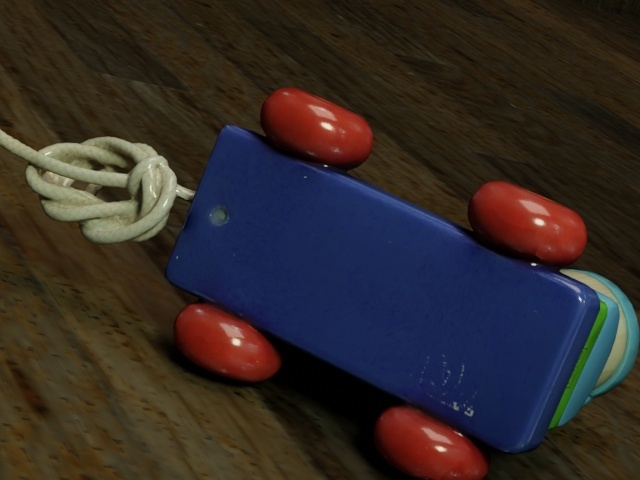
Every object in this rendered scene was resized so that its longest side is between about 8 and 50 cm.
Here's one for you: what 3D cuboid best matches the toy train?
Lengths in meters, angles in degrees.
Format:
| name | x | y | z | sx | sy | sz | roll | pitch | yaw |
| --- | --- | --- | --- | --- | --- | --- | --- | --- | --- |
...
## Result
| name | x | y | z | sx | sy | sz | roll | pitch | yaw |
| --- | --- | --- | --- | --- | --- | --- | --- | --- | --- |
| toy train | 0.000 | 0.000 | 0.743 | 0.248 | 0.105 | 0.143 | 25 | 7 | 23 |
